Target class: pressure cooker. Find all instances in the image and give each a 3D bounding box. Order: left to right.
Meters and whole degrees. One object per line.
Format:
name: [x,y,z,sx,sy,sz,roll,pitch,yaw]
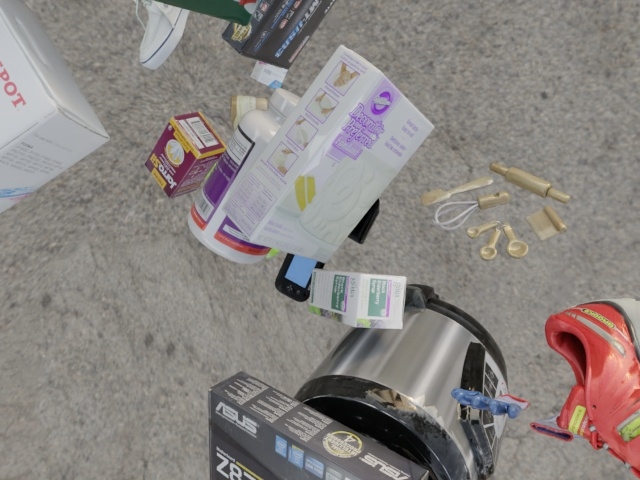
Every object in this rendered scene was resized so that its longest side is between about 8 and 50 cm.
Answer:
pressure cooker: [0.175,0.312,1.089,0.376,0.420,0.369,39,129,9]

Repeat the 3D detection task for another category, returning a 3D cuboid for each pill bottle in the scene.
pill bottle: [-0.113,-0.124,1.049,0.182,0.181,0.322,28,110,-19]

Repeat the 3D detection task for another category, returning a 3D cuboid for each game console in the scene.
game console: [0.000,0.000,1.399,0.213,0.044,0.361,30,106,20]

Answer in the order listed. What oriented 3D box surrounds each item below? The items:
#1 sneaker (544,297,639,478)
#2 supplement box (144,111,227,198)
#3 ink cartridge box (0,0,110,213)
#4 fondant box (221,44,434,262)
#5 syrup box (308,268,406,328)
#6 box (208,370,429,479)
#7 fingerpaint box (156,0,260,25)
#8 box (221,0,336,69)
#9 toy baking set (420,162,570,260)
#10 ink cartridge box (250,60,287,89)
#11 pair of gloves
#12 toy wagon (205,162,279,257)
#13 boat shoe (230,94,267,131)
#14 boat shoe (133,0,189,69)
sneaker: [0.292,0.182,0.511,0.119,0.278,0.107,-9,135,4]
supplement box: [-0.152,-0.095,0.600,0.055,0.043,0.083,52,130,6]
ink cartridge box: [-0.451,-0.139,0.638,0.306,0.131,0.226,-32,83,0]
fondant box: [0.021,-0.128,0.928,0.330,0.096,0.238,-53,149,12]
syrup box: [0.063,0.106,1.025,0.097,0.237,0.093,5,88,-20]
box: [-0.025,0.440,0.903,0.097,0.395,0.317,-18,119,-50]
fingerpaint box: [-0.233,-0.532,0.632,0.372,0.163,0.444,7,73,-24]
box: [-0.066,-0.559,1.274,0.073,0.293,0.295,43,109,7]
toy baking set: [0.318,-0.065,0.991,0.197,0.256,0.030,-40,142,-13]
ink cartridge box: [-0.150,-0.547,1.679,0.089,0.052,0.122,14,109,-42]
pair of gloves: [0.277,0.223,0.693,0.159,0.198,0.023,17,82,-47]
toy wagon: [-0.210,-0.101,1.380,0.068,0.344,0.267,-37,112,-5]
boat shoe: [-0.167,-0.282,1.405,0.098,0.302,0.109,-4,74,-1]
boat shoe: [-0.430,-0.654,1.437,0.157,0.136,0.366,23,95,-46]
